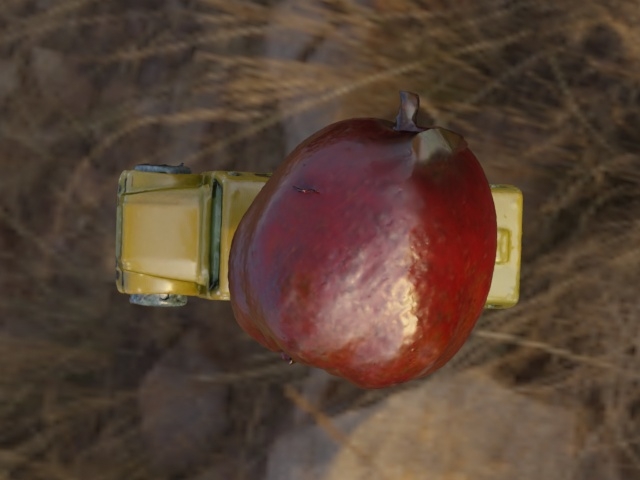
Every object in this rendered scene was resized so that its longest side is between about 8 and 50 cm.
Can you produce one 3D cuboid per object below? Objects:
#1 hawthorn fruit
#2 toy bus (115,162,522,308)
[{"bbox_3d":[0.032,-0.003,1.275,0.185,0.185,0.202,27,104,47],"label":"hawthorn fruit"},{"bbox_3d":[0.000,0.000,1.576,0.123,0.335,0.121,-170,82,-76],"label":"toy bus"}]
